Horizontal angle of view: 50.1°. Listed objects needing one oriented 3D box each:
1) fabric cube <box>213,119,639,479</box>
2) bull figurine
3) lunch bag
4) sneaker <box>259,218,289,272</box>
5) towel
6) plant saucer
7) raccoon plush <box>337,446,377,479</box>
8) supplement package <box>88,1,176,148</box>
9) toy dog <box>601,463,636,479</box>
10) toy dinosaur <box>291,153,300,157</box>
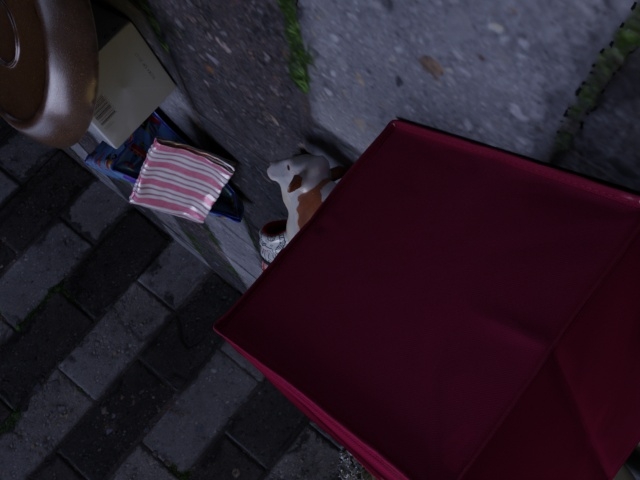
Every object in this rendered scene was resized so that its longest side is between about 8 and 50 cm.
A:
[{"bbox_3d":[0.120,0.097,0.594,0.254,0.259,0.258,30,164,42],"label":"fabric cube"},{"bbox_3d":[0.043,0.030,0.830,0.310,0.101,0.188,34,129,-4],"label":"bull figurine"},{"bbox_3d":[-0.284,-0.130,1.358,0.293,0.138,0.221,33,171,-30],"label":"lunch bag"},{"bbox_3d":[0.024,0.037,1.039,0.270,0.090,0.144,7,119,29],"label":"sneaker"},{"bbox_3d":[-0.244,-0.097,1.190,0.144,0.029,0.197,17,143,-20],"label":"towel"},{"bbox_3d":[-0.384,-0.265,0.865,0.311,0.050,0.310,21,122,38],"label":"plant saucer"},{"bbox_3d":[0.042,0.275,1.349,0.446,0.299,0.216,37,168,15],"label":"raccoon plush"},{"bbox_3d":[-0.359,-0.265,1.011,0.244,0.134,0.139,32,165,33],"label":"supplement package"},{"bbox_3d":[0.419,0.443,0.903,0.408,0.284,0.395,33,166,36],"label":"toy dog"},{"bbox_3d":[0.000,0.000,0.943,0.118,0.064,0.268,27,133,24],"label":"toy dinosaur"}]
